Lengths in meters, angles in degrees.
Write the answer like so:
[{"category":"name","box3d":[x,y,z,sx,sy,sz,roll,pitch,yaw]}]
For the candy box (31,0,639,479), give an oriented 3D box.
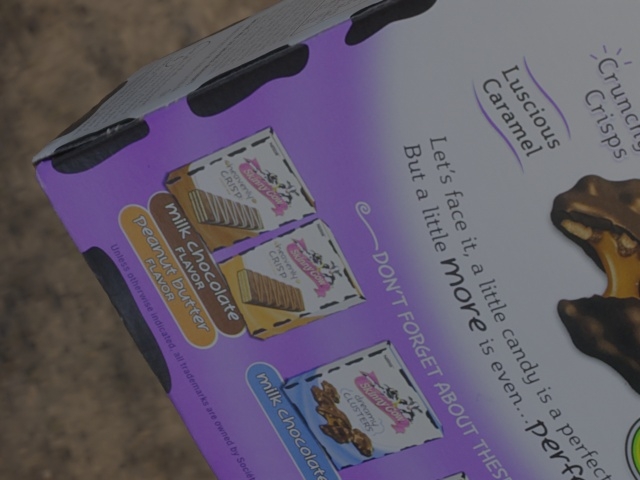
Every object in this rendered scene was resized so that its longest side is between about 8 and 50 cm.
[{"category":"candy box","box3d":[0.061,0.005,0.459,0.164,0.196,0.070,61,28,-14]}]
